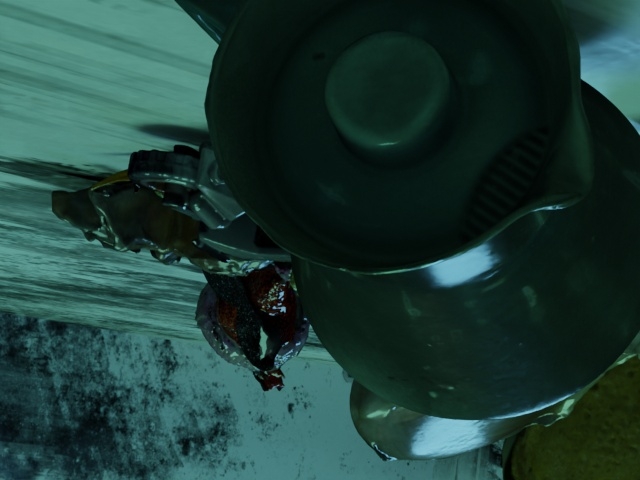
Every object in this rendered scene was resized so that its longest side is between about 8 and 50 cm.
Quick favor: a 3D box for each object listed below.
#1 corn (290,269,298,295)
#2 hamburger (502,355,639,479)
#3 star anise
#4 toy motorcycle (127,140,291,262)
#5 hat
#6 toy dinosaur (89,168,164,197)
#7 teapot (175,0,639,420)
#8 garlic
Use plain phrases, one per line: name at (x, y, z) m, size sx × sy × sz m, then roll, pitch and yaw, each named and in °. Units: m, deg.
corn at (0.066, 0.059, 1.558) m, size 0.237 × 0.079 × 0.079 m, roll 15°, pitch 169°, yaw -43°
hamburger at (0.307, 0.176, 1.427) m, size 0.319 × 0.318 × 0.158 m, roll 0°, pitch 166°, yaw 45°
star anise at (-0.127, -0.007, 1.283) m, size 0.208 × 0.063 × 0.172 m, roll 11°, pitch 173°, yaw -27°
toy motorcycle at (-0.029, -0.018, 1.048) m, size 0.122 × 0.080 × 0.215 m, roll 1°, pitch 167°, yaw 39°
hat at (-0.054, 0.067, 1.617) m, size 0.129 × 0.140 × 0.227 m, roll -2°, pitch 162°, yaw -16°
toy dinosaur at (-0.115, -0.045, 1.108) m, size 0.113 × 0.026 × 0.041 m, roll -10°, pitch 157°, yaw 36°
teapot at (0.038, -0.033, 0.628) m, size 0.203 × 0.171 × 0.225 m, roll 37°, pitch 176°, yaw 21°
garlic at (0.139, 0.093, 1.281) m, size 0.292 × 0.210 × 0.237 m, roll 1°, pitch -177°, yaw -33°
